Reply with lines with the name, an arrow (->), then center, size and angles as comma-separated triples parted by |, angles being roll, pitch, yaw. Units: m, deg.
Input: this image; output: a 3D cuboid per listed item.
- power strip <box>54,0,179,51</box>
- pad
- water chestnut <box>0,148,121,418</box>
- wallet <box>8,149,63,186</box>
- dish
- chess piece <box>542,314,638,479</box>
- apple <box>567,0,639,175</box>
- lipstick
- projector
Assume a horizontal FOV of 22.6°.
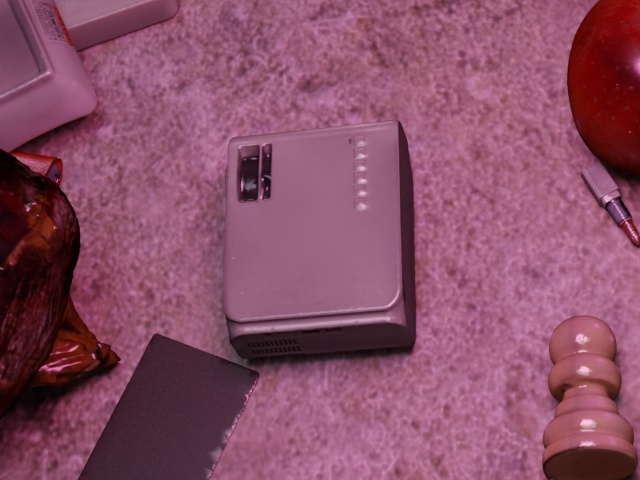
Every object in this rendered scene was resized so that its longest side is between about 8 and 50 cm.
power strip -> -0.369, -0.267, 2.022 | 0.385, 0.062, 0.091 | -19, 61, 3
pad -> -0.170, 0.213, 1.753 | 0.143, 0.003, 0.211 | 19, 68, 22
water chestnut -> -0.377, 0.071, 1.740 | 0.335, 0.347, 0.335 | -34, 41, 37
wallet -> -0.425, -0.054, 1.934 | 0.204, 0.045, 0.142 | 11, 64, 18
dish -> -0.376, -0.224, 1.930 | 0.151, 0.077, 0.212 | -26, 67, 0
chess piece -> 0.266, 0.155, 1.630 | 0.094, 0.094, 0.170 | -7, 57, 10
apple -> 0.369, -0.173, 1.709 | 0.218, 0.201, 0.218 | -5, 61, 8
lipstick -> 0.322, -0.038, 1.751 | 0.025, 0.025, 0.107 | -28, 65, -2
projector -> 0.000, 0.000, 1.765 | 0.198, 0.108, 0.250 | -6, 63, 11
